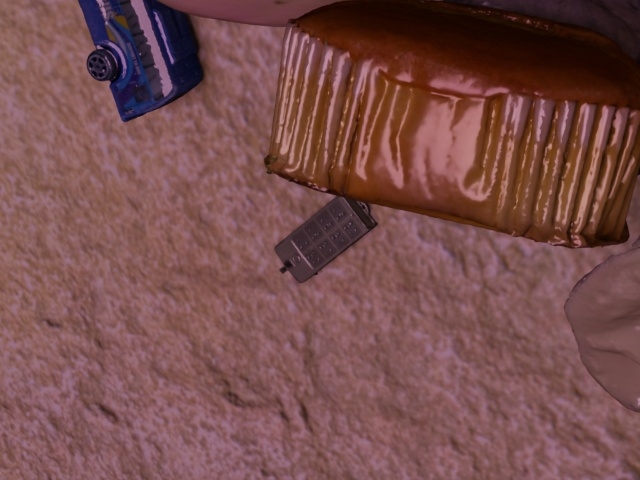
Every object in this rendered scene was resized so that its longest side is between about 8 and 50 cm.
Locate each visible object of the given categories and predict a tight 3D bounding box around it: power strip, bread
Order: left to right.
[{"bbox_3d":[0.000,0.000,1.703,0.136,0.019,0.051,-37,90,39],"label":"power strip"},{"bbox_3d":[0.108,-0.098,1.278,0.288,0.204,0.156,17,104,27],"label":"bread"}]

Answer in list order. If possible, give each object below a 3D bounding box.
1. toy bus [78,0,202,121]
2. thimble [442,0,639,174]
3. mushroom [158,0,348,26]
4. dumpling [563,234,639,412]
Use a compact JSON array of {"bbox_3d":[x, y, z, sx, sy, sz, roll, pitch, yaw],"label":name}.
[{"bbox_3d":[-0.195,-0.241,1.686,0.094,0.079,0.236,-11,104,35],"label":"toy bus"},{"bbox_3d":[0.191,-0.126,1.419,0.246,0.157,0.217,0,115,36],"label":"thimble"},{"bbox_3d":[-0.010,-0.327,1.380,0.325,0.353,0.353,27,125,40],"label":"mushroom"},{"bbox_3d":[0.357,0.049,1.313,0.395,0.233,0.315,-12,143,45],"label":"dumpling"}]
